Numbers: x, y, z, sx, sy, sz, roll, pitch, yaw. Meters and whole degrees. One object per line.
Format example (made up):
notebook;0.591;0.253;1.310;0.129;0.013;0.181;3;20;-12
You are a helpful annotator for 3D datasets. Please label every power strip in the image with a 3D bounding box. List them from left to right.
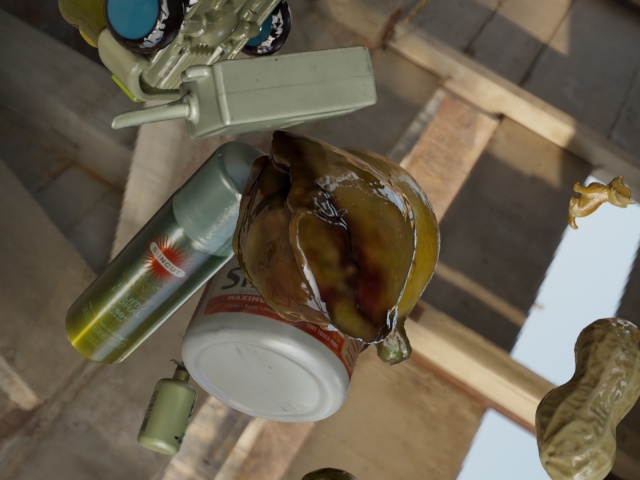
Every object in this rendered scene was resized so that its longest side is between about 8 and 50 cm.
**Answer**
power strip;-0.048;-0.089;0.576;0.175;0.042;0.075;-12;-176;-25

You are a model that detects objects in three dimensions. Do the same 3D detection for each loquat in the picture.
loquat;0.035;0.031;1.405;0.328;0.359;0.328;-29;171;-5

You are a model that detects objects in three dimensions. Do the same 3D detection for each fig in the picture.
fig;0.019;0.319;1.106;0.084;0.082;0.098;-24;148;11

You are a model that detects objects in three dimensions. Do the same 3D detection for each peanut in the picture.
peanut;0.422;0.248;1.428;0.298;0.136;0.120;-58;156;-23

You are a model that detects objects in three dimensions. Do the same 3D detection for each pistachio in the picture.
pistachio;0.000;0.000;0.639;0.131;0.165;0.210;-35;-179;8

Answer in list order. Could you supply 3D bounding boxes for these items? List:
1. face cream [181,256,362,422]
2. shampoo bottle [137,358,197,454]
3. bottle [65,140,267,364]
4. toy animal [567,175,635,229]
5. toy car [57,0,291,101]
face cream;-0.045;0.093;1.094;0.201;0.201;0.187;114;-3;-53
shampoo bottle;-0.265;0.295;1.626;0.079;0.079;0.162;108;-1;-66
bottle;-0.144;0.018;0.875;0.286;0.082;0.082;-42;-175;34
toy animal;0.379;-0.049;1.225;0.060;0.083;0.081;20;82;-70
toy car;-0.105;-0.249;0.690;0.248;0.198;0.204;-46;170;23
